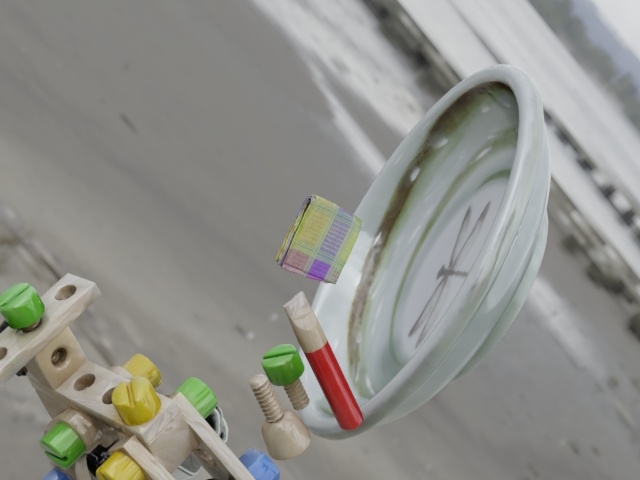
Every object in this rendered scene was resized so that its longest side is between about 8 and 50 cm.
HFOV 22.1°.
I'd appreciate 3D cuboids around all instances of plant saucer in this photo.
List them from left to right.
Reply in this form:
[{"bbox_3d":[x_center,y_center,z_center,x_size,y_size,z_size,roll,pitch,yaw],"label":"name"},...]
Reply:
[{"bbox_3d":[0.119,0.025,1.584,0.100,0.400,0.400,28,17,-16],"label":"plant saucer"}]

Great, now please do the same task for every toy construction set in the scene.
[{"bbox_3d":[-0.144,0.125,1.388,0.237,0.309,0.257,67,-8,-26],"label":"toy construction set"}]

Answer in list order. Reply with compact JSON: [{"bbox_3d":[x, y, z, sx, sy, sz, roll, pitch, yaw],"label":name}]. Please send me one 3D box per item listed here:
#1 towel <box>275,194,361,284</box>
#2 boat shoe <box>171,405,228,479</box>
[{"bbox_3d":[0.000,0.000,1.240,0.009,0.060,0.083,26,2,33],"label":"towel"},{"bbox_3d":[-0.129,0.198,1.654,0.219,0.070,0.078,53,21,-82],"label":"boat shoe"}]
